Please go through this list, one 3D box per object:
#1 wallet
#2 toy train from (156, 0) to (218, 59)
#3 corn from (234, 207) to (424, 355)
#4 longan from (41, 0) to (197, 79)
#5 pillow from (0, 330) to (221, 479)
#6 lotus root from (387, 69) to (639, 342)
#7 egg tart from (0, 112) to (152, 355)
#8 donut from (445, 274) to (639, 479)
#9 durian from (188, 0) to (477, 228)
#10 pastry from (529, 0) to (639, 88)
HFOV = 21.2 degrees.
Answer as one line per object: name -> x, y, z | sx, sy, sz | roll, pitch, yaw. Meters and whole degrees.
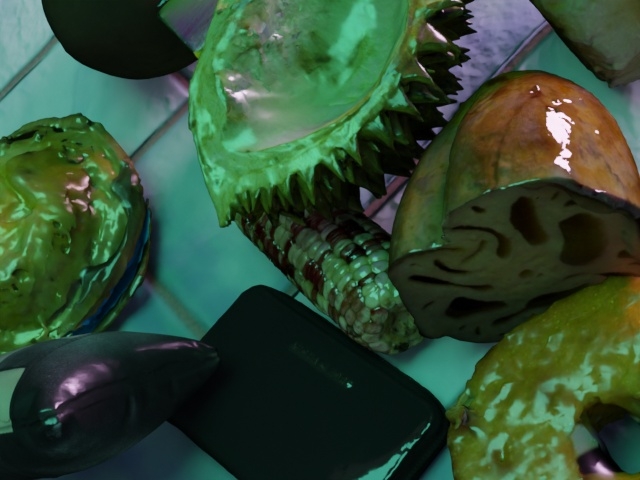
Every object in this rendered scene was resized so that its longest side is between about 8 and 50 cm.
wallet -> -0.020, 0.132, 1.341 | 0.149, 0.044, 0.250 | -48, 49, -8
toy train -> 0.007, -0.229, 1.469 | 0.296, 0.160, 0.100 | -42, 46, 0
corn -> 0.000, 0.000, 1.381 | 0.086, 0.086, 0.253 | -46, 48, -2
longan -> -0.161, -0.239, 1.555 | 0.198, 0.198, 0.212 | -21, 29, 18
pillow -> -0.222, 0.135, 1.353 | 0.250, 0.186, 0.106 | -16, 91, 42
lotus root -> 0.142, -0.045, 1.251 | 0.188, 0.199, 0.180 | -13, 57, 16
egg tart -> -0.284, 0.004, 1.531 | 0.291, 0.107, 0.291 | -15, 56, 23
donut -> 0.206, 0.149, 1.149 | 0.253, 0.118, 0.253 | -16, 53, 22
durian -> 0.023, -0.178, 1.347 | 0.198, 0.163, 0.394 | 7, 74, 12
pastry -> 0.200, -0.214, 1.335 | 0.093, 0.182, 0.192 | -38, 39, 9
